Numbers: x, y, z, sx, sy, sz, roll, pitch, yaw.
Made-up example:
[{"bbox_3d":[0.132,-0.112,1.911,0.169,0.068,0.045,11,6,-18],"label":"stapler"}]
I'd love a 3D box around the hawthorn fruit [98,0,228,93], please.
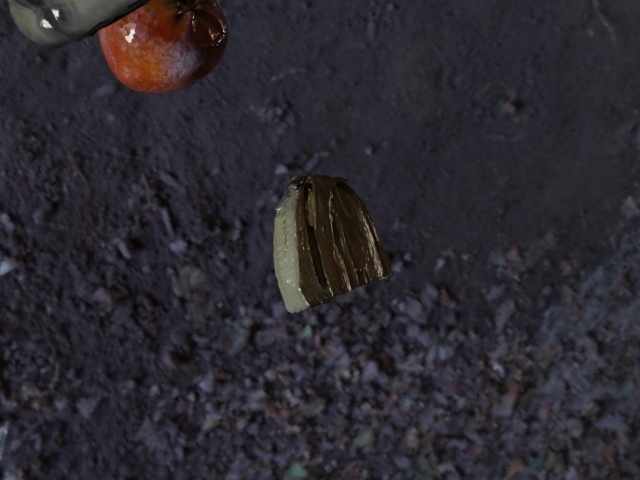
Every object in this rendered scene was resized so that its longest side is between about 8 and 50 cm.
[{"bbox_3d":[-0.212,-0.272,1.410,0.173,0.173,0.173,-19,131,-24],"label":"hawthorn fruit"}]

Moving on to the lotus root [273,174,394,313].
[{"bbox_3d":[-0.001,0.001,1.176,0.143,0.070,0.144,-9,83,-42],"label":"lotus root"}]

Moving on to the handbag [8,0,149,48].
[{"bbox_3d":[-0.136,-0.261,0.356,0.162,0.327,0.325,-33,117,8],"label":"handbag"}]
